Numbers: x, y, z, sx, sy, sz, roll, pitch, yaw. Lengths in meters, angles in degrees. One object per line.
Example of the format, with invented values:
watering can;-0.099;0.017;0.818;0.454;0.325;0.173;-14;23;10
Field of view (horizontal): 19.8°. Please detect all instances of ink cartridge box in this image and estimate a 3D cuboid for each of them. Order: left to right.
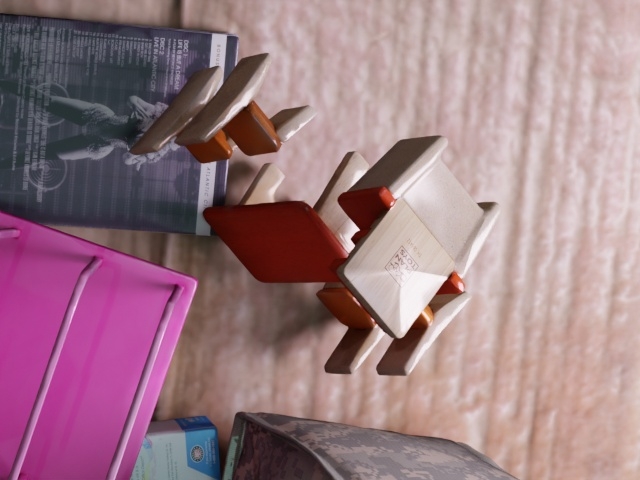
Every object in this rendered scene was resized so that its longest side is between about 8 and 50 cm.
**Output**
ink cartridge box;-0.145;0.195;1.485;0.122;0.052;0.088;-5;99;-14

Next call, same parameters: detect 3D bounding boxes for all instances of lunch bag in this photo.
lunch bag;0.079;0.249;1.405;0.235;0.287;0.169;11;95;-31

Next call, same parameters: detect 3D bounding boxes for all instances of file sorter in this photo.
file sorter;-0.262;0.082;1.343;0.291;0.182;0.202;19;92;-3

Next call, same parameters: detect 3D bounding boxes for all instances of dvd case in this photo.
dvd case;-0.180;-0.092;1.454;0.221;0.018;0.164;4;96;-14

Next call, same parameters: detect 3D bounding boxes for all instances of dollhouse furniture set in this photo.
dollhouse furniture set;0.000;0.000;1.378;0.262;0.259;0.135;49;63;-22
